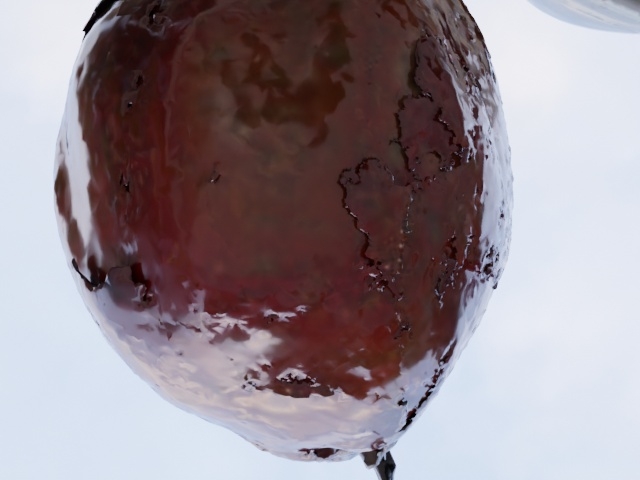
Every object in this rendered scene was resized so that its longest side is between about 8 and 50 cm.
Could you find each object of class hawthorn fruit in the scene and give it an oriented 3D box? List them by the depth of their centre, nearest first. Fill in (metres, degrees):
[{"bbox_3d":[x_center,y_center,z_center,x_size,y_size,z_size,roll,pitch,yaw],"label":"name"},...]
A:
[{"bbox_3d":[0.000,0.000,0.538,0.181,0.181,0.235,-17,-101,-15],"label":"hawthorn fruit"}]

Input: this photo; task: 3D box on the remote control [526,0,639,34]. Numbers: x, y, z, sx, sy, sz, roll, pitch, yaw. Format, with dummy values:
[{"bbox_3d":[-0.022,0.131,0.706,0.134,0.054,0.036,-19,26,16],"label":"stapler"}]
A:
[{"bbox_3d":[0.087,-0.206,0.782,0.109,0.055,0.313,14,-148,-32],"label":"remote control"}]
